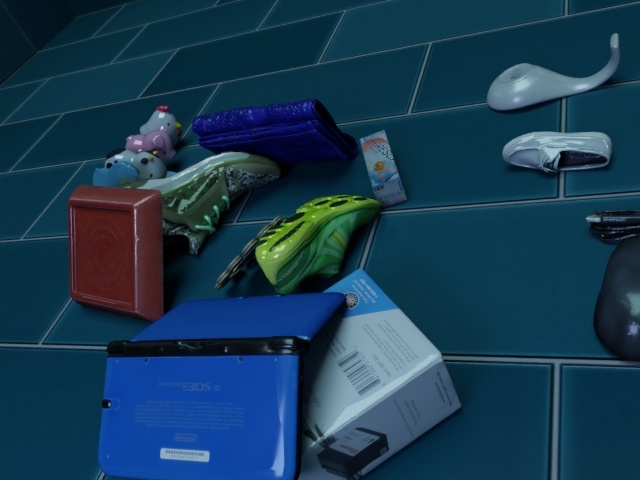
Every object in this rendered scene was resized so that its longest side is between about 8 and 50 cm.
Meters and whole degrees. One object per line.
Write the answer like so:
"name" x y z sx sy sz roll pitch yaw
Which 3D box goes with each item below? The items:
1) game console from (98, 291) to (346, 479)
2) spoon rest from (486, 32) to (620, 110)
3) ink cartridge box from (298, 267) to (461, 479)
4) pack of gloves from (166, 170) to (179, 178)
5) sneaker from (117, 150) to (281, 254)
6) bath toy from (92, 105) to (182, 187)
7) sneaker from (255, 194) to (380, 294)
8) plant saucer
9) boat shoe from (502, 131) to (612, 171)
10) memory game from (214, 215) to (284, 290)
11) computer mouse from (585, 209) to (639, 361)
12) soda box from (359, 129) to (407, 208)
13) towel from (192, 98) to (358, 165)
"game console" -0.125 0.187 0.840 0.293 0.173 0.250 -6 75 25
"spoon rest" 0.477 -0.332 1.283 0.277 0.084 0.137 -12 37 37
"ink cartridge box" -0.001 0.213 0.866 0.308 0.129 0.223 -32 39 -7
"pack of gloves" -0.409 -0.109 1.538 0.232 0.046 0.195 0 35 24
"sneaker" -0.267 -0.057 1.347 0.411 0.158 0.182 -20 77 -9
"bath toy" -0.437 -0.231 1.577 0.152 0.129 0.348 21 37 -5
"sneaker" 0.000 0.000 1.129 0.110 0.123 0.296 11 33 42
"plant saucer" -0.416 0.024 1.227 0.259 0.258 0.048 6 9 33
"boat shoe" 0.420 -0.150 1.111 0.184 0.066 0.063 4 45 18
"memory game" -0.131 0.022 1.148 0.186 0.012 0.186 -48 -2 -2
"computer mouse" 0.451 0.042 0.863 0.189 0.072 0.272 6 48 32
"soda box" 0.125 -0.147 1.258 0.058 0.063 0.183 -19 39 8
"towel" -0.098 -0.213 1.349 0.309 0.228 0.076 -1 72 28
